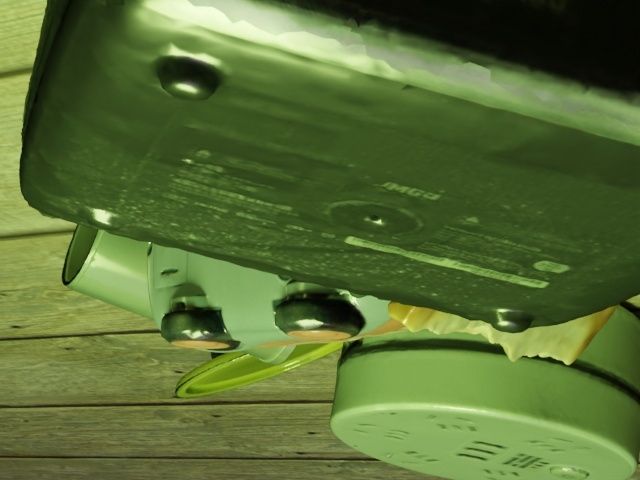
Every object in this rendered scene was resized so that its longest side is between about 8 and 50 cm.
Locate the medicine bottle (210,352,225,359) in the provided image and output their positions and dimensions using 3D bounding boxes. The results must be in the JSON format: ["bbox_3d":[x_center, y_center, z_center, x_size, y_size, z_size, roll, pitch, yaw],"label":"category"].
[{"bbox_3d":[-0.086,0.111,1.927,0.058,0.057,0.199,13,160,-11],"label":"medicine bottle"}]

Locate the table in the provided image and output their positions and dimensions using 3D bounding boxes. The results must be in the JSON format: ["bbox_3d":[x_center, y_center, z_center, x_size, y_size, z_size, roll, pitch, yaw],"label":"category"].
[{"bbox_3d":[-0.122,0.024,1.554,0.220,0.126,0.126,22,158,-18],"label":"table"}]

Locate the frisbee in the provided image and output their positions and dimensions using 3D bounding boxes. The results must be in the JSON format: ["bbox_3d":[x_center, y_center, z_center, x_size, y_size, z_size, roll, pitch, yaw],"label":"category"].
[{"bbox_3d":[-0.059,0.137,1.903,0.236,0.017,0.236,-19,169,-4],"label":"frisbee"}]

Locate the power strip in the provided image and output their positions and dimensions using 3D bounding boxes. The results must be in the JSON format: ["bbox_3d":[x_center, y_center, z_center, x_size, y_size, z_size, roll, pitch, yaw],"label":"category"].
[{"bbox_3d":[0.174,0.157,1.773,0.358,0.161,0.357,9,161,3],"label":"power strip"}]

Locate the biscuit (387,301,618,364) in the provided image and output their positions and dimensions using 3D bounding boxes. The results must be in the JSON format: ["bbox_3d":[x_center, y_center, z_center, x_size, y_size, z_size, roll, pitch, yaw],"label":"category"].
[{"bbox_3d":[0.186,0.009,1.342,0.040,0.204,0.309,45,-164,32],"label":"biscuit"}]

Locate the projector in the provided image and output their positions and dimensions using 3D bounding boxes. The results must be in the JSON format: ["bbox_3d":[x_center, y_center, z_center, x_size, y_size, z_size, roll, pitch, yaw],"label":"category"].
[{"bbox_3d":[0.043,-0.114,0.940,0.395,0.242,0.405,12,162,-13],"label":"projector"}]

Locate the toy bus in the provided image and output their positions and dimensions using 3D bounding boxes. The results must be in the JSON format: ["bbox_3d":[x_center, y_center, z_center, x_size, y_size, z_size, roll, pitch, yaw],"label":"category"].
[{"bbox_3d":[0.000,0.000,1.404,0.288,0.194,0.232,-10,166,42],"label":"toy bus"}]
